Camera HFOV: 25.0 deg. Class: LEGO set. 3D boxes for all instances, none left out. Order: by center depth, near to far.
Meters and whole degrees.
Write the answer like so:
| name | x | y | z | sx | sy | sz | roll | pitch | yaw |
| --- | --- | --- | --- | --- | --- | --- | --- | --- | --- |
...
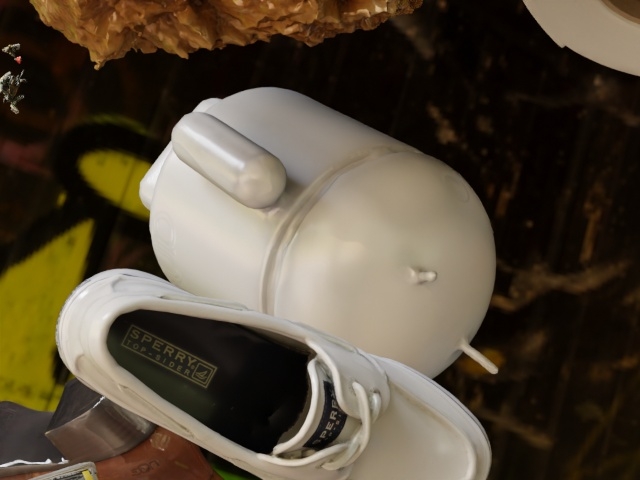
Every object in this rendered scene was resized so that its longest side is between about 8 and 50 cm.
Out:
| name | x | y | z | sx | sy | sz | roll | pitch | yaw |
| --- | --- | --- | --- | --- | --- | --- | --- | --- | --- |
| LEGO set | -0.374 | -0.195 | 1.732 | 0.023 | 0.083 | 0.054 | 7 | 3 | 19 |

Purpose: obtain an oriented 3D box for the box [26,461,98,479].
| name | x | y | z | sx | sy | sz | roll | pitch | yaw |
| --- | --- | --- | --- | --- | --- | --- | --- | --- | --- |
| box | -0.125 | 0.335 | 0.849 | 0.079 | 0.322 | 0.257 | -12 | -35 | -24 |

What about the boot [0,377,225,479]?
| name | x | y | z | sx | sy | sz | roll | pitch | yaw |
| --- | --- | --- | --- | --- | --- | --- | --- | --- | --- |
| boot | -0.161 | 0.239 | 1.206 | 0.264 | 0.096 | 0.280 | -28 | -63 | 27 |

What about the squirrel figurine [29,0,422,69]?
| name | x | y | z | sx | sy | sz | roll | pitch | yaw |
| --- | --- | --- | --- | --- | --- | --- | --- | --- | --- |
| squirrel figurine | -0.021 | -0.275 | 1.031 | 0.370 | 0.397 | 0.281 | 7 | -33 | -16 |

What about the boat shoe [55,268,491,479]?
| name | x | y | z | sx | sy | sz | roll | pitch | yaw |
| --- | --- | --- | --- | --- | --- | --- | --- | --- | --- |
| boat shoe | -0.013 | 0.091 | 0.752 | 0.258 | 0.095 | 0.084 | 20 | -3 | -21 |

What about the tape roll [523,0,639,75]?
| name | x | y | z | sx | sy | sz | roll | pitch | yaw |
| --- | --- | --- | --- | --- | --- | --- | --- | --- | --- |
| tape roll | 0.282 | -0.264 | 1.116 | 0.246 | 0.169 | 0.246 | 13 | -30 | 7 |

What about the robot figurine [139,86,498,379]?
| name | x | y | z | sx | sy | sz | roll | pitch | yaw |
| --- | --- | --- | --- | --- | --- | --- | --- | --- | --- |
| robot figurine | 0.000 | 0.000 | 1.166 | 0.353 | 0.200 | 0.300 | 30 | -5 | 46 |
